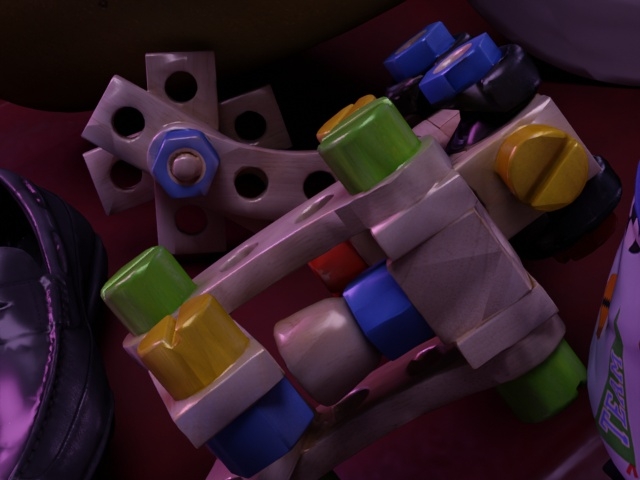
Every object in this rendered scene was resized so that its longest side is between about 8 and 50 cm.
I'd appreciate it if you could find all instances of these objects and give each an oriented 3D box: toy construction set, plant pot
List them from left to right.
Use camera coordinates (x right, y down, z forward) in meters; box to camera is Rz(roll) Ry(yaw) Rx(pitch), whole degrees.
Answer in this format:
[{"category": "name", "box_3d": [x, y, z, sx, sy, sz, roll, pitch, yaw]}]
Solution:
[{"category": "plant pot", "box_3d": [-0.056, -0.200, 0.645, 0.293, 0.275, 0.275, 8, 36, 46]}, {"category": "toy construction set", "box_3d": [0.000, 0.000, 0.511, 0.215, 0.151, 0.327, -38, 26, 4]}]

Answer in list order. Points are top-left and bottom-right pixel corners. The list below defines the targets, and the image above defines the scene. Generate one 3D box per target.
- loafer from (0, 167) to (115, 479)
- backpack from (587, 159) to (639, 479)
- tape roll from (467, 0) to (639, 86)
[{"category": "loafer", "box_3d": [-0.132, 0.042, 0.514, 0.076, 0.078, 0.223, -33, 30, 11]}, {"category": "backpack", "box_3d": [0.217, 0.005, 0.362, 0.276, 0.213, 0.263, 31, 63, 29]}, {"category": "tape roll", "box_3d": [0.196, -0.232, 0.699, 0.246, 0.246, 0.169, 8, 37, 26]}]
